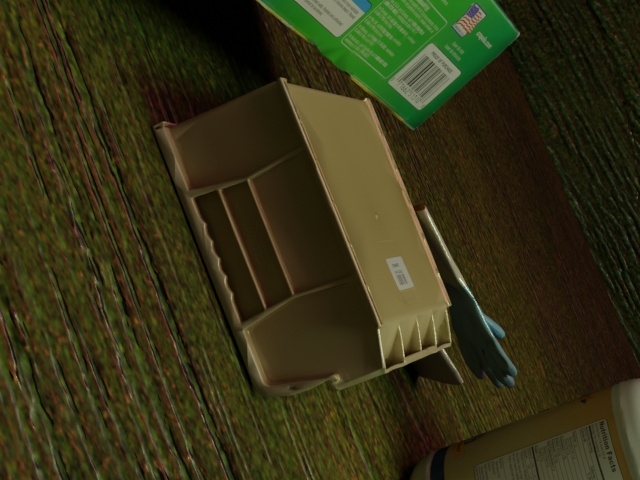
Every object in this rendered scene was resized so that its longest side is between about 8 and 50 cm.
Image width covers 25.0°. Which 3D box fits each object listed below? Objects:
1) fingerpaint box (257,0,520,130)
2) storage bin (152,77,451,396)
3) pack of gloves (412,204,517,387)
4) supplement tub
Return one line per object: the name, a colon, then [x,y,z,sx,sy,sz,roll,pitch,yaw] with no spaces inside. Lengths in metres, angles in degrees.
fingerpaint box: [-0.034,-0.342,1.367,0.371,0.163,0.445,53,11,26]
storage bin: [0.000,0.000,1.287,0.260,0.123,0.262,69,17,5]
pack of gloves: [0.120,0.051,1.510,0.195,0.046,0.232,6,-51,61]
supplement tub: [0.268,0.269,1.409,0.228,0.316,0.228,56,20,-33]
